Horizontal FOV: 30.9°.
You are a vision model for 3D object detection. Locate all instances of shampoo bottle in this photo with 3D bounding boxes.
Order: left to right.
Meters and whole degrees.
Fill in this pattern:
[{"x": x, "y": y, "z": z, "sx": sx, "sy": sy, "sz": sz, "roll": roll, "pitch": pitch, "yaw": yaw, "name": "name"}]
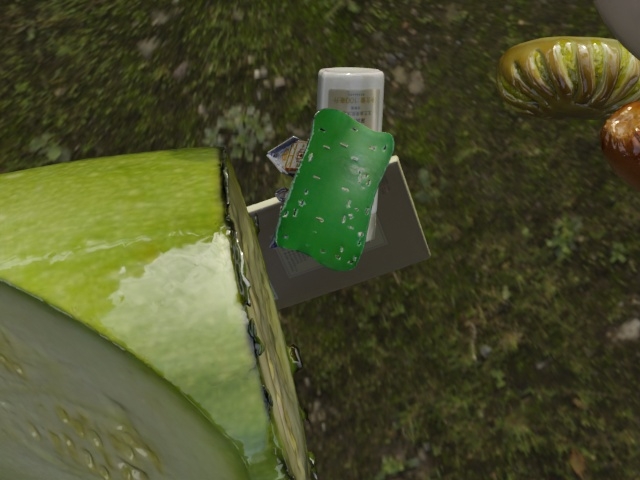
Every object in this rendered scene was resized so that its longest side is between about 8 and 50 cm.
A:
[{"x": 0.035, "y": -0.109, "z": 1.511, "sx": 0.086, "sy": 0.056, "sz": 0.227, "roll": -1, "pitch": 107, "yaw": -14, "name": "shampoo bottle"}]

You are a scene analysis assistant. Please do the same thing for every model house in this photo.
[{"x": -0.005, "y": -0.057, "z": 1.295, "sx": 0.117, "sy": 0.088, "sz": 0.167, "roll": 19, "pitch": 84, "yaw": -31, "name": "model house"}]

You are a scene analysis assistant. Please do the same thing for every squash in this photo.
[{"x": -0.143, "y": 0.065, "z": 0.528, "sx": 0.260, "sy": 0.189, "sz": 0.189, "roll": -12, "pitch": 106, "yaw": 1, "name": "squash"}]

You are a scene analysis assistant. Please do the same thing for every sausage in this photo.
[{"x": 0.451, "y": -0.087, "z": 1.501, "sx": 0.300, "sy": 0.083, "sz": 0.089, "roll": 30, "pitch": 95, "yaw": -44, "name": "sausage"}]

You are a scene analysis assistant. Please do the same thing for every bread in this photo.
[{"x": 0.357, "y": -0.225, "z": 1.645, "sx": 0.213, "sy": 0.213, "sz": 0.105, "roll": 5, "pitch": 81, "yaw": -5, "name": "bread"}]

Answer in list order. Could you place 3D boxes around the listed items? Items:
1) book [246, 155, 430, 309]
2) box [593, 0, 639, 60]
[{"x": 0.000, "y": 0.000, "z": 1.798, "sx": 0.310, "sy": 0.021, "sz": 0.217, "roll": -19, "pitch": 131, "yaw": 4, "name": "book"}, {"x": 0.178, "y": -0.111, "z": 0.384, "sx": 0.088, "sy": 0.200, "sz": 0.146, "roll": 23, "pitch": 93, "yaw": -33, "name": "box"}]
